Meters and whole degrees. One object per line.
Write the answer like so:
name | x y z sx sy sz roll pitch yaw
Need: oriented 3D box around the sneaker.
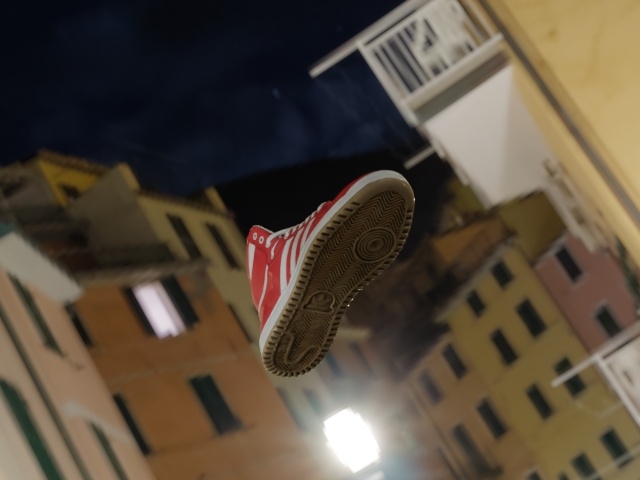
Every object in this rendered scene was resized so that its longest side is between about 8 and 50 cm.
sneaker | 0.000 0.000 0.684 0.042 0.067 0.118 16 -55 -26
